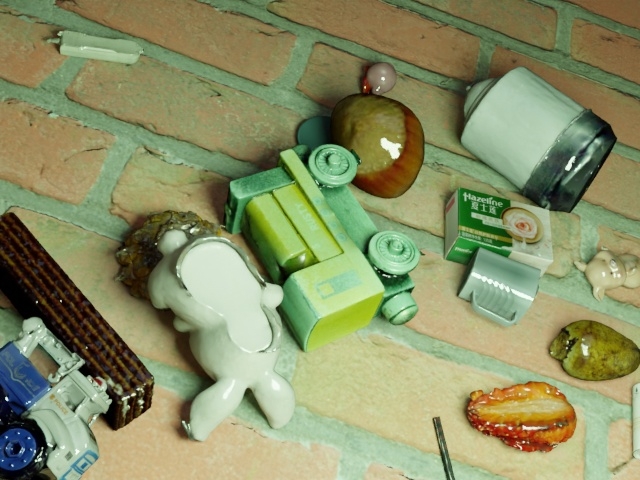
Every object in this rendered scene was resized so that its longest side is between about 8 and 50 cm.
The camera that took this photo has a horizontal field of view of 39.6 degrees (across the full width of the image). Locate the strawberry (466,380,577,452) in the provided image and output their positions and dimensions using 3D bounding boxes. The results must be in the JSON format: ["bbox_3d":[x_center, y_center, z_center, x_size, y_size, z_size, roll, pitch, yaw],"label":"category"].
[{"bbox_3d":[0.332,0.296,1.484,0.188,0.082,0.121,1,32,-6],"label":"strawberry"}]

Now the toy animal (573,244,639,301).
[{"bbox_3d":[0.582,0.065,1.747,0.150,0.089,0.083,0,31,-14],"label":"toy animal"}]

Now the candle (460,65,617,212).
[{"bbox_3d":[0.422,-0.223,1.826,0.343,0.221,0.221,38,51,17],"label":"candle"}]

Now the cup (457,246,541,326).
[{"bbox_3d":[0.325,0.094,1.624,0.130,0.095,0.128,23,52,4],"label":"cup"}]

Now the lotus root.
[{"bbox_3d":[0.515,0.203,1.603,0.191,0.094,0.108,9,85,-17],"label":"lotus root"}]

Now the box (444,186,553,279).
[{"bbox_3d":[0.344,-0.011,1.722,0.199,0.081,0.135,15,50,-9],"label":"box"}]

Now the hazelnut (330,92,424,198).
[{"bbox_3d":[0.121,-0.192,1.717,0.210,0.186,0.210,6,58,-9],"label":"hazelnut"}]

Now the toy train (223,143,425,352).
[{"bbox_3d":[0.000,0.000,1.554,0.253,0.160,0.397,-20,62,-25],"label":"toy train"}]

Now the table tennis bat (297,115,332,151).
[{"bbox_3d":[0.040,-0.218,1.816,0.201,0.033,0.124,-34,74,-34],"label":"table tennis bat"}]

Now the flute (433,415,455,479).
[{"bbox_3d":[0.212,0.401,1.396,0.014,0.014,0.269,2,52,-17],"label":"flute"}]

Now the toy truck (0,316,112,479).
[{"bbox_3d":[-0.383,0.231,1.213,0.213,0.161,0.177,42,71,17],"label":"toy truck"}]

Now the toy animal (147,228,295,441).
[{"bbox_3d":[-0.152,0.137,1.372,0.209,0.154,0.325,-5,74,-20],"label":"toy animal"}]

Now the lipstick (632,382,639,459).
[{"bbox_3d":[0.569,0.316,1.562,0.040,0.040,0.141,20,49,-3],"label":"lipstick"}]

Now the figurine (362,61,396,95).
[{"bbox_3d":[0.129,-0.351,1.927,0.071,0.067,0.083,5,65,11],"label":"figurine"}]

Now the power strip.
[{"bbox_3d":[-0.453,-0.389,1.789,0.191,0.030,0.047,6,53,-14],"label":"power strip"}]

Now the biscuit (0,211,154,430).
[{"bbox_3d":[-0.397,0.117,1.358,0.073,0.107,0.388,-32,68,-32],"label":"biscuit"}]

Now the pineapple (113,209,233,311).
[{"bbox_3d":[-0.240,0.023,1.507,0.225,0.076,0.224,8,52,-10],"label":"pineapple"}]
